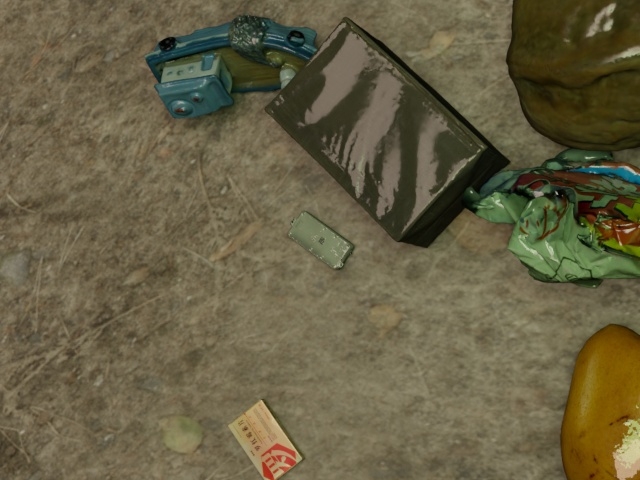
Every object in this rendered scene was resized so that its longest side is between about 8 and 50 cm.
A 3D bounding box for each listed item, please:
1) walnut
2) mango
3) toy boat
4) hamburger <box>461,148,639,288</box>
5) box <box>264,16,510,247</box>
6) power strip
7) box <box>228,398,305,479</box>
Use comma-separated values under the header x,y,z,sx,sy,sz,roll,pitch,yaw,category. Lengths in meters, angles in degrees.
x,y,z,sx,sy,sz,roll,pitch,yaw,category
0.339,-0.215,1.284,0.283,0.283,0.227,-8,111,17,walnut
0.336,0.201,1.307,0.145,0.112,0.219,-5,80,23,mango
-0.104,-0.214,1.489,0.238,0.109,0.098,-7,53,17,toy boat
0.307,-0.004,1.299,0.276,0.260,0.150,23,120,51,hamburger
0.082,-0.124,1.403,0.231,0.155,0.149,46,102,15,box
0.000,0.000,1.486,0.090,0.016,0.040,36,97,19,power strip
-0.068,0.253,1.484,0.058,0.015,0.093,-40,74,12,box
